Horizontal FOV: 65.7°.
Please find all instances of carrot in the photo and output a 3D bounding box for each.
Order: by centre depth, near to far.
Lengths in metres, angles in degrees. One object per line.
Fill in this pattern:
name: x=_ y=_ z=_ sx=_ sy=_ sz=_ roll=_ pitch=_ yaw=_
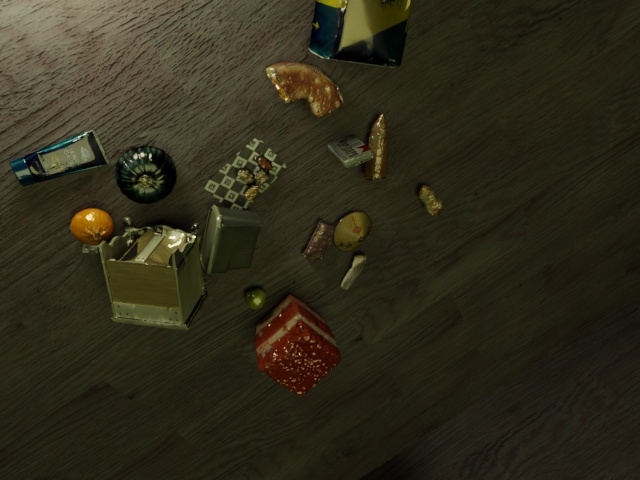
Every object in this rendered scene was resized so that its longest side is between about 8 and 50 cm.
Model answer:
carrot: x=0.223 y=-0.362 z=1.911 sx=0.102 sy=0.102 sz=0.262 roll=-7 pitch=121 yaw=-18

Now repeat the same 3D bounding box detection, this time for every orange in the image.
orange: x=-0.778 y=-0.045 z=1.690 sx=0.136 sy=0.117 sz=0.135 roll=-8 pitch=116 yaw=-18

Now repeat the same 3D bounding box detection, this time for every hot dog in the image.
hot dog: x=0.473 y=-0.180 z=2.140 sx=0.078 sy=0.061 sz=0.168 roll=-30 pitch=121 yaw=9

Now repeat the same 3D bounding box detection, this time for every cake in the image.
cake: x=-0.112 y=0.437 z=2.131 sx=0.269 sy=0.319 sz=0.270 roll=-42 pitch=121 yaw=9

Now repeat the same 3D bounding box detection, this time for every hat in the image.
hat: x=0.155 y=-0.019 z=2.083 sx=0.193 sy=0.082 sz=0.193 roll=-17 pitch=128 yaw=-23

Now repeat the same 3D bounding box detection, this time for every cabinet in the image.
cabinet: x=-0.578 y=0.109 z=1.745 sx=0.290 sy=0.227 sz=0.317 roll=5 pitch=120 yaw=7

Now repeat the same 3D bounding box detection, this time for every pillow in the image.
pillow: x=0.000 y=0.000 z=2.075 sx=0.118 sy=0.043 sz=0.185 roll=12 pitch=117 yaw=-37

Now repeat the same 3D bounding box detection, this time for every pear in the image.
pear: x=-0.275 y=0.247 z=2.091 sx=0.097 sy=0.092 sz=0.092 roll=17 pitch=112 yaw=-30

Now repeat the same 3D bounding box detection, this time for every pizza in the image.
pizza: x=-0.053 y=-0.522 z=1.706 sx=0.306 sy=0.086 sz=0.161 roll=15 pitch=91 yaw=-31

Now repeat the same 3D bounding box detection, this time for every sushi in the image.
sushi: x=-0.267 y=-0.224 z=1.829 sx=0.279 sy=0.043 sz=0.192 roll=-42 pitch=126 yaw=6

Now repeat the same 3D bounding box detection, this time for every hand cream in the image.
hand cream: x=-0.831 y=-0.257 z=1.584 sx=0.271 sy=0.061 sz=0.120 roll=-23 pitch=121 yaw=-16

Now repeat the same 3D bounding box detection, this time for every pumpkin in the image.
pumpkin: x=-0.580 y=-0.217 z=1.649 sx=0.202 sy=0.140 sz=0.201 roll=-9 pitch=120 yaw=-17

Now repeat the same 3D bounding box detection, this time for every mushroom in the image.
mushroom: x=0.147 y=0.139 z=2.220 sx=0.059 sy=0.054 sz=0.202 roll=13 pitch=120 yaw=-22

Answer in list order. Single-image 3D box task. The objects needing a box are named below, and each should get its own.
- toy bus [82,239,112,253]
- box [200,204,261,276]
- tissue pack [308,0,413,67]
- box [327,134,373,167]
toy bus: x=-0.783 y=0.020 z=1.777 sx=0.131 sy=0.037 sz=0.052 roll=3 pitch=117 yaw=-24
box: x=-0.342 y=0.007 z=1.880 sx=0.178 sy=0.138 sz=0.274 roll=1 pitch=125 yaw=-28
tissue pack: x=0.135 y=-0.772 z=1.525 sx=0.264 sy=0.253 sz=0.416 roll=-1 pitch=119 yaw=-21
box: x=0.109 y=-0.331 z=1.831 sx=0.115 sy=0.177 sz=0.035 roll=-21 pitch=126 yaw=-7
